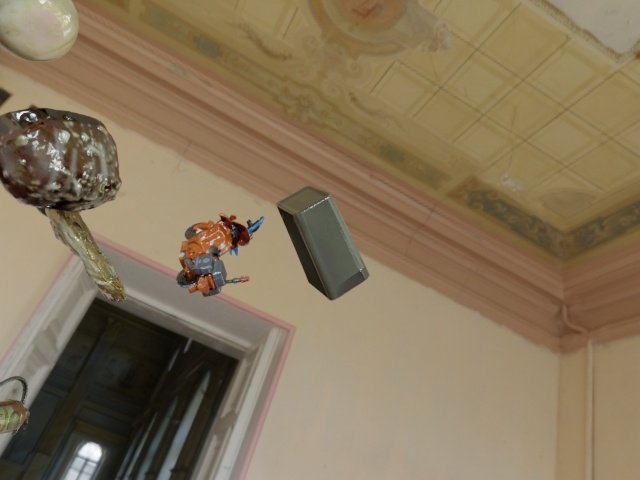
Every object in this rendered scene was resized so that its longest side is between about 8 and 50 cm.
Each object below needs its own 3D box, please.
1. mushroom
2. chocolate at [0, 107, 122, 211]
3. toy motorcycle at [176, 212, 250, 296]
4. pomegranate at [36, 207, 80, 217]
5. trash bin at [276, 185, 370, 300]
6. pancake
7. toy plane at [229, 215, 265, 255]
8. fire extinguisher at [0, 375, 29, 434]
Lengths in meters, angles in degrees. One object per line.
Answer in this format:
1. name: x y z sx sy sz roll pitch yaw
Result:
1. mushroom: -0.839 -0.652 1.468 0.245 0.202 0.246 -19 -34 -13
2. chocolate: -0.654 -0.180 1.280 0.225 0.210 0.340 -25 -9 21
3. toy motorcycle: -0.332 0.034 1.583 0.221 0.326 0.148 -10 -50 2
4. pomegranate: -0.830 -0.167 1.601 0.131 0.152 0.191 25 -59 38
5. trash bin: 0.000 0.000 1.251 0.164 0.122 0.241 29 -34 63
6. pancake: -0.686 0.033 1.479 0.387 0.082 0.387 49 -18 21
7. toy plane: -0.327 -0.031 2.156 0.246 0.078 0.169 -47 -26 18
8. fire extinguisher: -1.103 0.579 1.714 0.113 0.200 0.376 26 -8 13
